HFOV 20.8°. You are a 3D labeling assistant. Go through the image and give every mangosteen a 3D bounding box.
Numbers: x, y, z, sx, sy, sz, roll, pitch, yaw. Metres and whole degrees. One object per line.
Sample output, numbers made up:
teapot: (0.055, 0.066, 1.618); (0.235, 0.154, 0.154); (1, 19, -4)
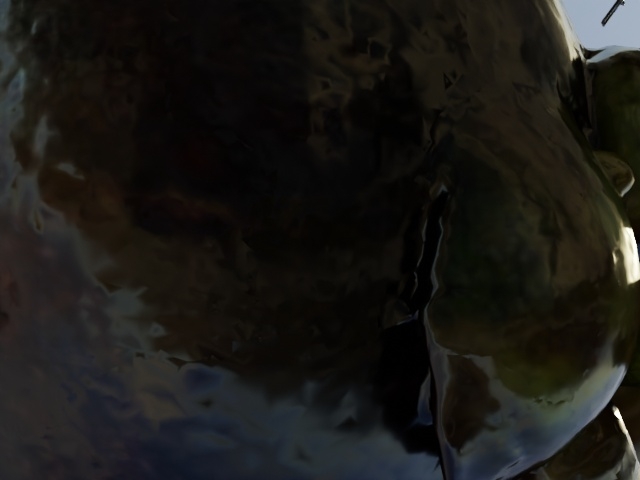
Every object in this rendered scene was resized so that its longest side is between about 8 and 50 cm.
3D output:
mangosteen: (-0.014, -0.001, 0.637); (0.330, 0.330, 0.330); (28, -145, -22)

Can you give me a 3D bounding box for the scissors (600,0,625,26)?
scissors: (0.232, -0.197, 1.228); (0.012, 0.113, 0.039); (37, 179, 5)
